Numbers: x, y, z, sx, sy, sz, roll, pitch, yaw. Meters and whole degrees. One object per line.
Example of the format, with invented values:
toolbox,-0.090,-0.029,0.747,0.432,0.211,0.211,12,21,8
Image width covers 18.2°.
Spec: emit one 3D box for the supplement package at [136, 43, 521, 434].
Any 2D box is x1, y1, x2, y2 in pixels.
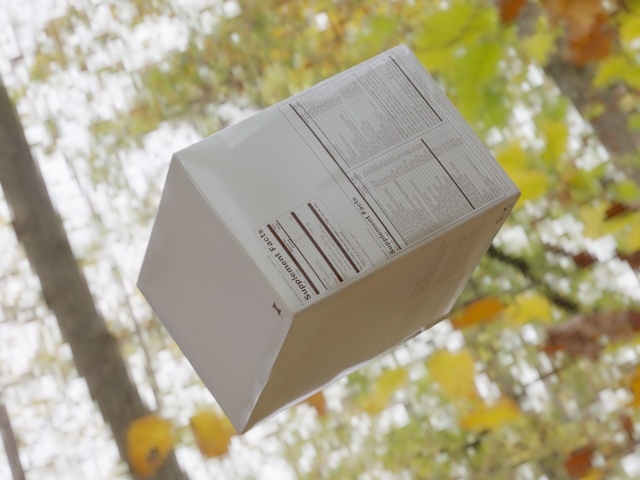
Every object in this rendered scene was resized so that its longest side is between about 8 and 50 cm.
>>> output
supplement package,0.000,0.000,1.440,0.203,0.149,0.194,-27,-20,-27
